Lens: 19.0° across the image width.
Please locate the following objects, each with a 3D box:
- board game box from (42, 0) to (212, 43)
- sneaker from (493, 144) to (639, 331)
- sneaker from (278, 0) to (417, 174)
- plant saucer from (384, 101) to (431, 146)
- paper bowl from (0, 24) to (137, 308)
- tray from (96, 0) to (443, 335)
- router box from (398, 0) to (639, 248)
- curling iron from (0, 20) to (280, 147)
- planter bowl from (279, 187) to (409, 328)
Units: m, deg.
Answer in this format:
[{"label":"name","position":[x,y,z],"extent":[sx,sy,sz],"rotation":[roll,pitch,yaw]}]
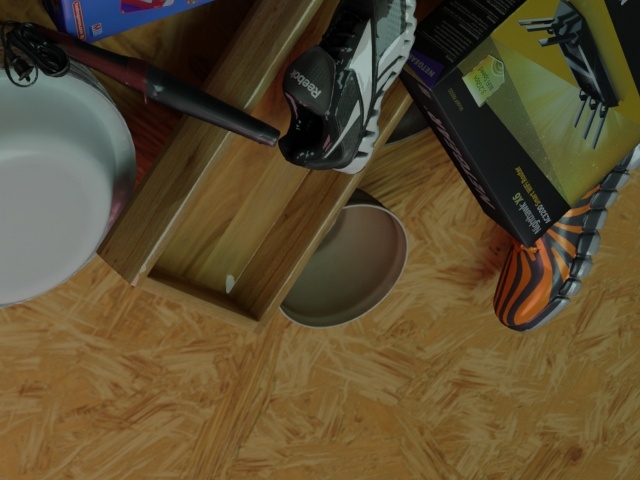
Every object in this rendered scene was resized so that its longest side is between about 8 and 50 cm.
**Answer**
[{"label":"board game box","position":[-0.154,-0.357,1.717],"extent":[0.233,0.078,0.347],"rotation":[-21,140,-16]},{"label":"sneaker","position":[0.242,-0.055,2.200],"extent":[0.180,0.124,0.321],"rotation":[17,103,-34]},{"label":"sneaker","position":[0.019,-0.162,1.785],"extent":[0.106,0.078,0.234],"rotation":[-10,127,-41]},{"label":"plant saucer","position":[0.067,-0.237,1.991],"extent":[0.311,0.050,0.310],"rotation":[-15,130,-19]},{"label":"paper bowl","position":[-0.315,-0.052,1.843],"extent":[0.284,0.148,0.284],"rotation":[-17,132,-20]},{"label":"tray","position":[-0.031,-0.117,1.890],"extent":[0.203,0.076,0.411],"rotation":[25,99,-49]},{"label":"router box","position":[0.229,-0.167,1.969],"extent":[0.243,0.081,0.309],"rotation":[-43,141,-4]},{"label":"curling iron","position":[-0.168,-0.138,1.769],"extent":[0.274,0.068,0.035],"rotation":[19,150,-10]},{"label":"planter bowl","position":[0.000,0.000,2.092],"extent":[0.162,0.109,0.162],"rotation":[-16,131,-20]}]
